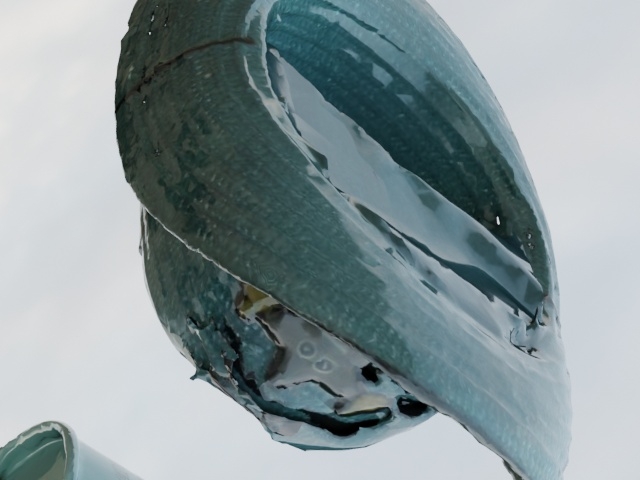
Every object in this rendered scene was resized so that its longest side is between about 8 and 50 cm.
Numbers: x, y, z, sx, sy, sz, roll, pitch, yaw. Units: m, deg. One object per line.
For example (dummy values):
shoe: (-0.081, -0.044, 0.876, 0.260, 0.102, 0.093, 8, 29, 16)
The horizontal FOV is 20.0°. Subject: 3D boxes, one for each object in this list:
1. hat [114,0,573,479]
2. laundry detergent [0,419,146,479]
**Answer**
hat: (0.000, 0.000, 0.449, 0.078, 0.138, 0.191, -39, -155, 22)
laundry detergent: (-0.086, 0.290, 0.934, 0.287, 0.305, 0.287, -49, -162, 22)
